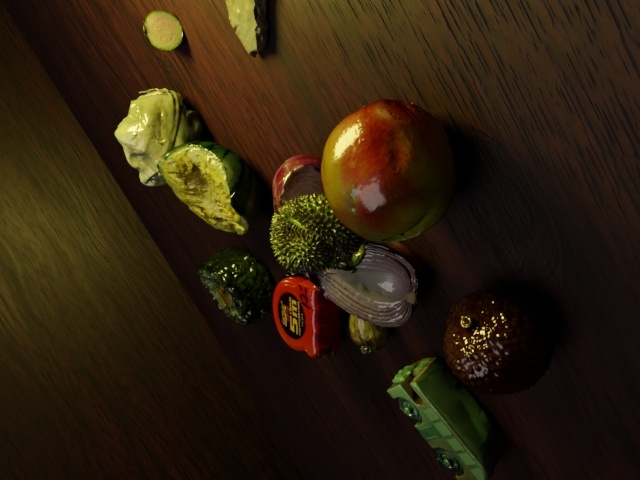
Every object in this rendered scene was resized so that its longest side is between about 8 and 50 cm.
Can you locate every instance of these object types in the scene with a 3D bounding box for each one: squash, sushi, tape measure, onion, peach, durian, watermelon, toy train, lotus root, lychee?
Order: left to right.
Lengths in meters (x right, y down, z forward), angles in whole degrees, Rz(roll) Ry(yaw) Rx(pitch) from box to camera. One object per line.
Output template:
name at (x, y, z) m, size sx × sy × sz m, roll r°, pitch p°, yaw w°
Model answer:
squash at (-0.453, -0.583, 1.246) m, size 0.132 × 0.105 × 0.105 m, roll 27°, pitch 142°, yaw 62°
watermelon at (-0.301, -0.172, 1.319) m, size 0.331 × 0.189 × 0.331 m, roll 35°, pitch 161°, yaw 14°
sushi at (-0.326, 0.190, 1.741) m, size 0.352 × 0.178 × 0.294 m, roll 5°, pitch 125°, yaw 56°
tape measure at (-0.040, 0.209, 1.325) m, size 0.260 × 0.114 × 0.253 m, roll 13°, pitch 107°, yaw 50°
onion at (-0.030, -0.090, 1.014) m, size 0.207 × 0.200 × 0.201 m, roll 46°, pitch 155°, yaw -20°
durian at (-0.001, -0.013, 0.861) m, size 0.198 × 0.146 × 0.159 m, roll -1°, pitch 85°, yaw 18°
onion at (0.092, 0.064, 0.983) m, size 0.284 × 0.120 × 0.227 m, roll 17°, pitch 127°, yaw 12°
lotus root at (0.126, 0.206, 1.166) m, size 0.108 × 0.094 × 0.190 m, roll -1°, pitch 113°, yaw 20°
peach at (0.111, -0.112, 0.730) m, size 0.231 × 0.231 × 0.231 m, roll 37°, pitch 146°, yaw 31°
toy train at (0.317, 0.439, 1.072) m, size 0.326 × 0.129 × 0.159 m, roll 51°, pitch 145°, yaw 10°
lychee at (0.307, 0.180, 0.766) m, size 0.194 × 0.194 × 0.194 m, roll 37°, pitch 146°, yaw 31°

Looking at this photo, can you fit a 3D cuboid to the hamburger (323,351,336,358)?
hamburger at (0.016, 0.287, 1.427) m, size 0.176 × 0.087 × 0.102 m, roll 57°, pitch 135°, yaw 21°

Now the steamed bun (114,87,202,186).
steamed bun at (-0.473, -0.329, 1.397) m, size 0.207 × 0.268 × 0.280 m, roll 3°, pitch 134°, yaw 21°

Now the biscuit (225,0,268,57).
biscuit at (-0.158, -0.521, 0.898) m, size 0.141 × 0.038 × 0.290 m, roll 45°, pitch 149°, yaw 21°
